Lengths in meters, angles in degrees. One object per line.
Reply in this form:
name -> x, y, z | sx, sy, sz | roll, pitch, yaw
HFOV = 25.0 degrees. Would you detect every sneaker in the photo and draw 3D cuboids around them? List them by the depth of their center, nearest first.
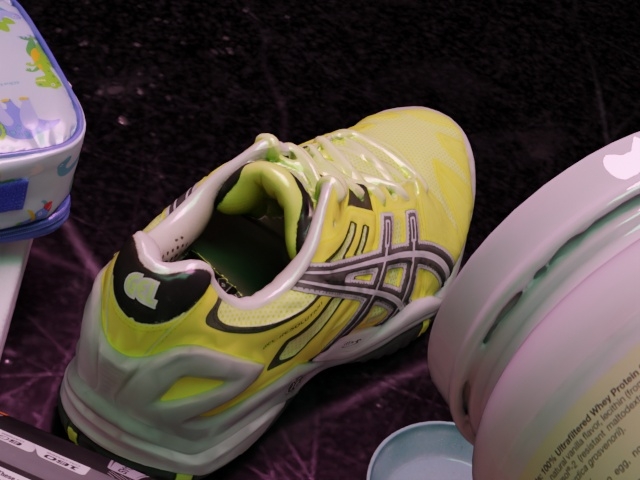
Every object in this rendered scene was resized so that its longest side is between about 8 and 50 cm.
sneaker -> 0.000, 0.000, 0.898 | 0.145, 0.147, 0.385 | 31, 41, 15

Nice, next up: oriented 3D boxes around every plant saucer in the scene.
plant saucer -> 0.082, 0.160, 0.853 | 0.119, 0.021, 0.119 | 11, 42, -10

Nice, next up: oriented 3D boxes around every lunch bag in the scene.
lunch bag -> -0.258, -0.067, 0.838 | 0.219, 0.090, 0.176 | -12, 49, -31

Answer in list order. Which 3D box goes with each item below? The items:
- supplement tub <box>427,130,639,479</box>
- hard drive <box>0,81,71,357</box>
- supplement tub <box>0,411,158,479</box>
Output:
supplement tub -> 0.213, 0.124, 0.622 | 0.235, 0.235, 0.325 | -11, 49, -30
hard drive -> -0.294, -0.005, 0.862 | 0.233, 0.047, 0.353 | 13, 42, -9
supplement tub -> -0.160, 0.170, 0.619 | 0.316, 0.193, 0.193 | 24, 41, 3
